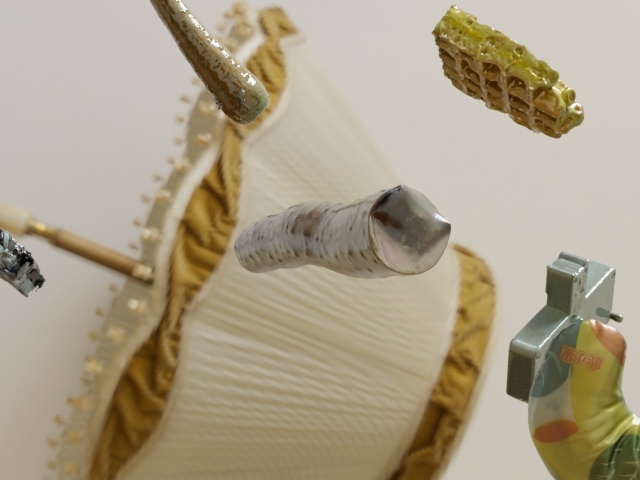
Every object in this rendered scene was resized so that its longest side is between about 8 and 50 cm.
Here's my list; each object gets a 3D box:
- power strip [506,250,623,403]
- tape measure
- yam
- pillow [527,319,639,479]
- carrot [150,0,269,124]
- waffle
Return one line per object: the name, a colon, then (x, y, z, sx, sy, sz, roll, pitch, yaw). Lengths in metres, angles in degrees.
power strip: (0.301, 0.088, 1.519, 0.215, 0.061, 0.145, -39, 136, -41)
tape measure: (-0.405, 0.026, 1.631, 0.054, 0.094, 0.091, -48, 159, -14)
yam: (0.000, 0.000, 0.737, 0.327, 0.045, 0.045, 173, -71, -75)
pillow: (0.321, 0.170, 1.232, 0.086, 0.233, 0.214, -49, 133, -68)
carrot: (-0.190, -0.303, 1.913, 0.078, 0.298, 0.078, -38, -174, 5)
waffle: (0.249, -0.203, 1.623, 0.055, 0.211, 0.160, -52, 160, -6)
